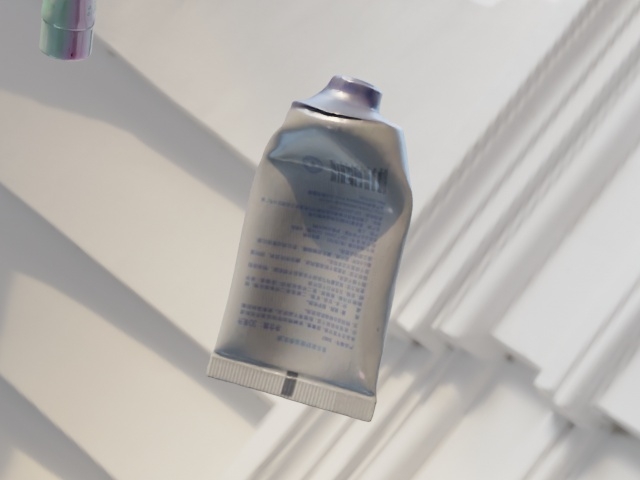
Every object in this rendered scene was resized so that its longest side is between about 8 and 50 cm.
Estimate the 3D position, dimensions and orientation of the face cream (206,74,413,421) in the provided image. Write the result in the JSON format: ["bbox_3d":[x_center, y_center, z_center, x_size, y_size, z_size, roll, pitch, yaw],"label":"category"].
[{"bbox_3d":[0.000,0.000,1.625,0.137,0.235,0.420,3,-80,-72],"label":"face cream"}]

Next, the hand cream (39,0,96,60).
[{"bbox_3d":[-0.210,-0.243,1.094,0.047,0.076,0.174,4,-60,-17],"label":"hand cream"}]
